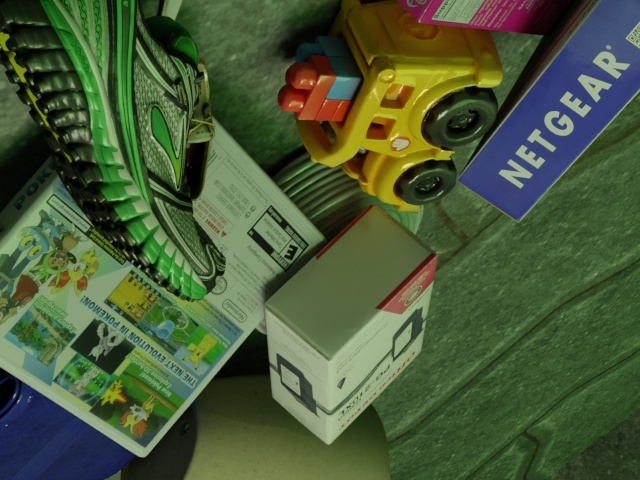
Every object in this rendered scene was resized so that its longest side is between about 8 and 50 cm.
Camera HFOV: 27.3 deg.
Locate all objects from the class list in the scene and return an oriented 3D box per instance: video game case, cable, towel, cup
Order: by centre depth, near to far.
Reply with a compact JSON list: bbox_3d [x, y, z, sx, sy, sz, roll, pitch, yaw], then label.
[{"bbox_3d":[-0.169,0.028,1.260,0.300,0.036,0.329,-50,139,-6],"label":"video game case"},{"bbox_3d":[-0.302,0.205,1.498,0.227,0.076,0.308,-42,154,24],"label":"towel"},{"bbox_3d":[0.000,0.000,1.517,0.257,0.089,0.257,-38,153,1],"label":"cable"},{"bbox_3d":[-0.108,0.302,1.664,0.237,0.331,0.331,27,114,-33],"label":"cup"}]

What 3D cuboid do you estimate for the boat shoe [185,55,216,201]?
[{"bbox_3d":[-0.113,-0.098,1.163,0.050,0.045,0.135,-17,126,-36],"label":"boat shoe"}]

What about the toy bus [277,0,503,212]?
[{"bbox_3d":[0.045,-0.135,1.321,0.211,0.149,0.220,-4,142,-28],"label":"toy bus"}]

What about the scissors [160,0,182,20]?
[{"bbox_3d":[-0.088,-0.274,1.055,0.109,0.021,0.297,-28,150,-23],"label":"scissors"}]

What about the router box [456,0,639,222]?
[{"bbox_3d":[0.292,-0.218,1.326,0.301,0.082,0.335,-57,-179,-35],"label":"router box"}]

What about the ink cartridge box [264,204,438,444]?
[{"bbox_3d":[0.032,0.098,1.453,0.172,0.100,0.237,-43,159,-21],"label":"ink cartridge box"}]

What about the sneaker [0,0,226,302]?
[{"bbox_3d":[-0.141,-0.090,1.068,0.146,0.134,0.343,-34,131,-17],"label":"sneaker"}]

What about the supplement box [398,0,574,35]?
[{"bbox_3d":[0.155,-0.275,1.252,0.220,0.111,0.114,-3,137,-48],"label":"supplement box"}]
